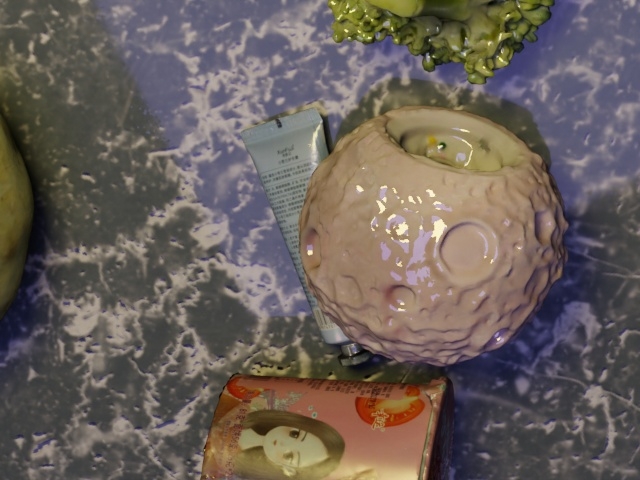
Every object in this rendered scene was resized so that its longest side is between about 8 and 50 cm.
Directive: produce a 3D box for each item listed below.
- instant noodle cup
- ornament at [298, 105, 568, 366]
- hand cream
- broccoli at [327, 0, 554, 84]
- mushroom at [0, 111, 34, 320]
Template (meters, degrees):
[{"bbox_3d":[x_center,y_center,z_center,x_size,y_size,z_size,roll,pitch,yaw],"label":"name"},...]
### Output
[{"bbox_3d":[0.009,0.245,1.366,0.231,0.243,0.243,7,105,11],"label":"instant noodle cup"},{"bbox_3d":[0.105,0.001,1.276,0.259,0.259,0.225,13,117,3],"label":"ornament"},{"bbox_3d":[0.000,0.000,1.391,0.091,0.058,0.271,-16,99,22],"label":"hand cream"},{"bbox_3d":[0.098,-0.268,1.207,0.247,0.243,0.263,-38,92,28],"label":"broccoli"},{"bbox_3d":[-0.458,-0.032,1.327,0.352,0.260,0.352,3,108,10],"label":"mushroom"}]
